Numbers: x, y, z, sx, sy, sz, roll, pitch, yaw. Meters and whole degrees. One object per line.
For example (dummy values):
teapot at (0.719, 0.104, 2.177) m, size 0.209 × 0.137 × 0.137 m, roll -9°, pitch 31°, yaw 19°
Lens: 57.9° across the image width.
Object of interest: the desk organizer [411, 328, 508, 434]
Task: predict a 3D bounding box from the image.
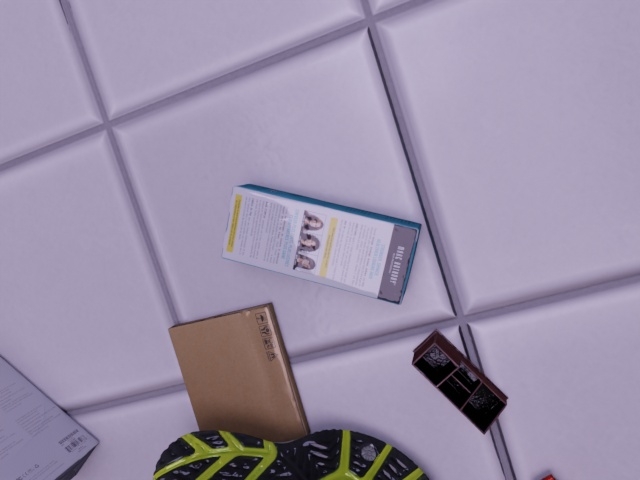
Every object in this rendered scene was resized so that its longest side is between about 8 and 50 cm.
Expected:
desk organizer at (0.179, 0.181, 0.745) m, size 0.130 × 0.050 × 0.047 m, roll 44°, pitch 106°, yaw 3°

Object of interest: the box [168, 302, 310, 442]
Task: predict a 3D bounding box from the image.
box at (-0.119, 0.203, 0.837) m, size 0.164 × 0.021 × 0.201 m, roll -14°, pitch 96°, yaw 16°

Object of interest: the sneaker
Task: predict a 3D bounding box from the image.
sneaker at (-0.028, 0.350, 0.800) m, size 0.385 × 0.145 × 0.147 m, roll 8°, pitch 138°, yaw 5°

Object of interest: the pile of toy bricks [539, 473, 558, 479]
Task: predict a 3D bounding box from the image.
pile of toy bricks at (0.325, 0.415, 0.720) m, size 0.118 × 0.105 × 0.212 m, roll -40°, pitch 88°, yaw 17°

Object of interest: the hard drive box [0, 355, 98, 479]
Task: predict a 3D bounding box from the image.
hard drive box at (-0.487, 0.298, 0.861) m, size 0.232 × 0.181 × 0.089 m, roll 39°, pitch 107°, yaw 6°

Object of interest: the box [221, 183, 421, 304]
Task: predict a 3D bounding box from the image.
box at (0.000, 0.000, 0.753) m, size 0.244 × 0.060 × 0.100 m, roll 14°, pitch 103°, yaw 11°
